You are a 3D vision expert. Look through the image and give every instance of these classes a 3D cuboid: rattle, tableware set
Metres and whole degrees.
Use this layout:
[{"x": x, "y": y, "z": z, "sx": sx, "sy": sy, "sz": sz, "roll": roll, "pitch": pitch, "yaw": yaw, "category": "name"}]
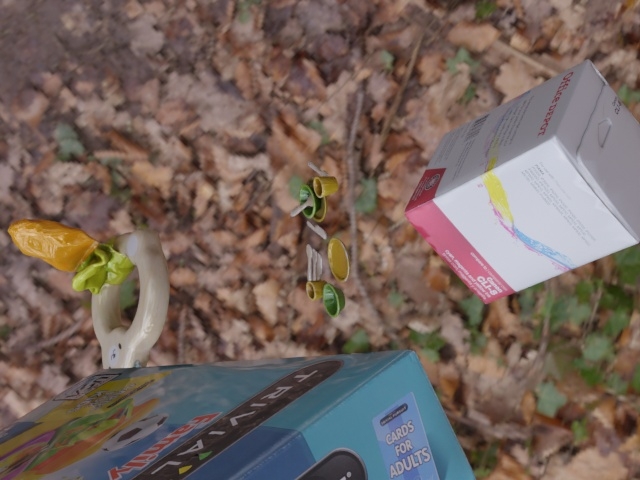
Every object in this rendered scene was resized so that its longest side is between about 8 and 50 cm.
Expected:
[{"x": -0.217, "y": 0.083, "z": 1.140, "sx": 0.130, "sy": 0.143, "sz": 0.199, "roll": -8, "pitch": 74, "yaw": 35, "category": "rattle"}, {"x": 0.000, "y": 0.000, "z": 1.250, "sx": 0.104, "sy": 0.024, "sz": 0.154, "roll": 41, "pitch": 136, "yaw": 53, "category": "tableware set"}]

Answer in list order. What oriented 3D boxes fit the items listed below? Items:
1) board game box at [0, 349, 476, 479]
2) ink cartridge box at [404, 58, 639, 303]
[{"x": -0.127, "y": 0.154, "z": 0.604, "sx": 0.336, "sy": 0.254, "sz": 0.079, "roll": -12, "pitch": 106, "yaw": 53, "category": "board game box"}, {"x": 0.193, "y": -0.050, "z": 1.061, "sx": 0.127, "sy": 0.128, "sz": 0.176, "roll": 47, "pitch": 135, "yaw": -16, "category": "ink cartridge box"}]
